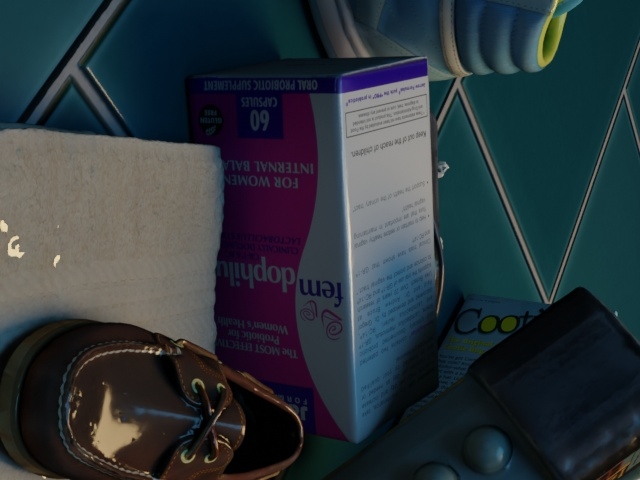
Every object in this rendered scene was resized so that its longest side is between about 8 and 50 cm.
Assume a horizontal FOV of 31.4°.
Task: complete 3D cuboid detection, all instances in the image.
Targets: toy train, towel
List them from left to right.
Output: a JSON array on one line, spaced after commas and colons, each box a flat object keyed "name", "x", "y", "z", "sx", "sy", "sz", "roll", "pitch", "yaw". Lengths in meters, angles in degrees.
[{"name": "towel", "x": -0.121, "y": 0.039, "z": 0.551, "sx": 0.282, "sy": 0.049, "sz": 0.187, "roll": -5, "pitch": 100, "yaw": -71}, {"name": "toy train", "x": 0.083, "y": 0.164, "z": 0.719, "sx": 0.334, "sy": 0.142, "sz": 0.190, "roll": -33, "pitch": 155, "yaw": -6}]

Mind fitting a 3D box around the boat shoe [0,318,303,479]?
[{"name": "boat shoe", "x": -0.067, "y": 0.080, "z": 0.532, "sx": 0.207, "sy": 0.073, "sz": 0.073, "roll": 27, "pitch": 70, "yaw": -69}]

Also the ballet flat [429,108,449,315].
[{"name": "ballet flat", "x": 0.067, "y": -0.011, "z": 0.866, "sx": 0.074, "sy": 0.074, "sz": 0.203, "roll": -17, "pitch": 106, "yaw": -56}]

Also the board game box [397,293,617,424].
[{"name": "board game box", "x": 0.150, "y": 0.194, "z": 0.949, "sx": 0.275, "sy": 0.144, "sz": 0.142, "roll": -55, "pitch": 138, "yaw": -38}]

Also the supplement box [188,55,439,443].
[{"name": "supplement box", "x": 0.000, "y": 0.000, "z": 0.717, "sx": 0.114, "sy": 0.111, "sz": 0.220, "roll": -23, "pitch": 113, "yaw": -55}]

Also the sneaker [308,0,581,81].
[{"name": "sneaker", "x": 0.072, "y": -0.233, "z": 0.713, "sx": 0.127, "sy": 0.208, "sz": 0.319, "roll": -61, "pitch": 140, "yaw": -32}]
